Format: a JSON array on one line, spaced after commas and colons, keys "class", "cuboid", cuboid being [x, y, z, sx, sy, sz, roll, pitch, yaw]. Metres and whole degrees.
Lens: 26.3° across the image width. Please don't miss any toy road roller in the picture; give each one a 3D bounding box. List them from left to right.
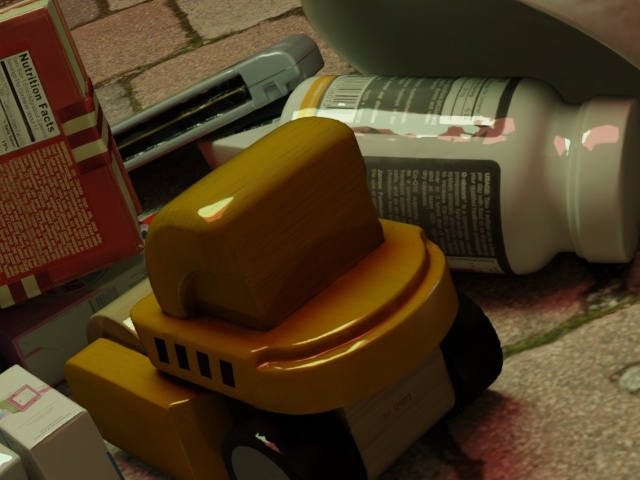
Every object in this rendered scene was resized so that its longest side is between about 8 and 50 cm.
[{"class": "toy road roller", "cuboid": [-0.048, 0.036, 0.973, 0.202, 0.240, 0.329, -37, 31, -31]}]

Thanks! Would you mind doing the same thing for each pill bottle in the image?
[{"class": "pill bottle", "cuboid": [0.114, -0.054, 1.109, 0.278, 0.162, 0.162, 4, 34, 21]}]

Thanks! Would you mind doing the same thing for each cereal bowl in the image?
[{"class": "cereal bowl", "cuboid": [0.163, -0.203, 1.161, 0.339, 0.339, 0.141, 11, 73, 46]}]

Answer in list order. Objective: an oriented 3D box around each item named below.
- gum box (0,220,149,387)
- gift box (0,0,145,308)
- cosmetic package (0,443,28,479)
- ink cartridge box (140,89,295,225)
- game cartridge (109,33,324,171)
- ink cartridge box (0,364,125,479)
[{"class": "gum box", "cuboid": [-0.209, 0.052, 1.251, 0.188, 0.062, 0.107, -32, 29, -23]}, {"class": "gift box", "cuboid": [-0.318, -0.077, 1.195, 0.276, 0.255, 0.258, -16, 14, -5]}, {"class": "cosmetic package", "cuboid": [-0.333, 0.167, 1.012, 0.231, 0.085, 0.117, 26, 48, 30]}, {"class": "ink cartridge box", "cuboid": [-0.058, -0.070, 1.345, 0.239, 0.060, 0.275, -29, 20, -21]}, {"class": "game cartridge", "cuboid": [-0.141, -0.141, 1.496, 0.294, 0.060, 0.196, -25, 6, 13]}, {"class": "ink cartridge box", "cuboid": [-0.204, 0.155, 1.025, 0.052, 0.088, 0.122, -36, 30, -23]}]
